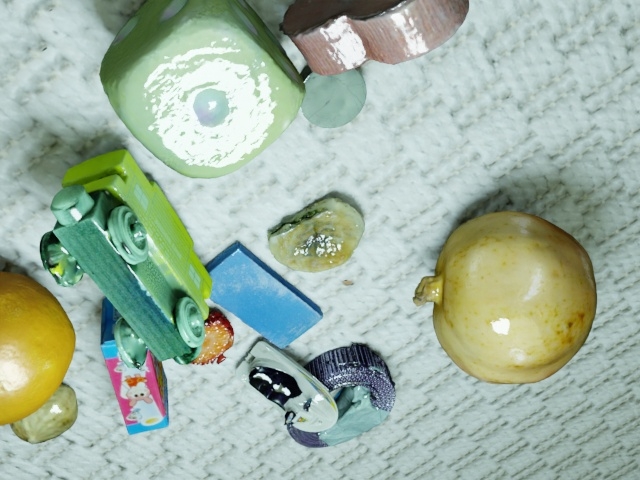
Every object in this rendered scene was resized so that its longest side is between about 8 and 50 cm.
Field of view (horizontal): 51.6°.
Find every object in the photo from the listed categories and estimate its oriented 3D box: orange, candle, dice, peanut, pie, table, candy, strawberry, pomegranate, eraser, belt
[{"bbox_3d":[-0.641,0.208,1.292,0.312,0.312,0.312,-8,127,-11],"label":"orange"},{"bbox_3d":[0.104,-0.402,1.108,0.317,0.287,0.131,0,145,40],"label":"candle"},{"bbox_3d":[-0.194,-0.273,1.094,0.254,0.249,0.252,-36,126,12],"label":"dice"},{"bbox_3d":[-0.646,0.403,1.554,0.159,0.109,0.140,-34,139,-5],"label":"peanut"},{"bbox_3d":[-0.001,-0.002,1.478,0.218,0.052,0.185,-31,133,10],"label":"pie"},{"bbox_3d":[0.020,-0.286,1.279,0.134,0.043,0.133,-8,127,-11],"label":"table"},{"bbox_3d":[-0.415,0.280,1.497,0.100,0.157,0.305,-9,127,-10],"label":"candy"},{"bbox_3d":[-0.271,0.222,1.541,0.145,0.086,0.145,-8,129,-10],"label":"strawberry"},{"bbox_3d":[0.407,0.126,1.482,0.412,0.411,0.411,-8,127,-11],"label":"pomegranate"},{"bbox_3d":[-0.139,0.134,1.543,0.144,0.042,0.312,-39,126,13],"label":"eraser"},{"bbox_3d":[0.047,0.425,1.764,0.260,0.122,0.325,36,109,-29],"label":"belt"}]

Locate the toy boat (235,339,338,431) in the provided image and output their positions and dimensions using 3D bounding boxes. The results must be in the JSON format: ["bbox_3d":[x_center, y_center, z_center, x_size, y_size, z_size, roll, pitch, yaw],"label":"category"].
[{"bbox_3d":[-0.082,0.369,1.615,0.141,0.269,0.140,-44,166,-14],"label":"toy boat"}]

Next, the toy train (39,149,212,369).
[{"bbox_3d":[-0.349,0.039,1.266,0.179,0.272,0.442,-17,128,11],"label":"toy train"}]
